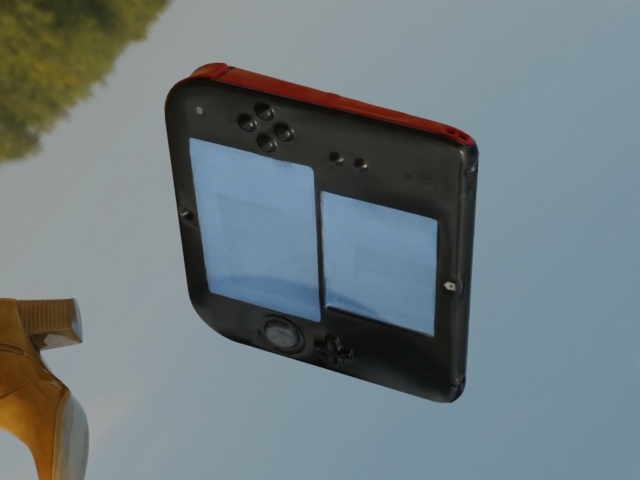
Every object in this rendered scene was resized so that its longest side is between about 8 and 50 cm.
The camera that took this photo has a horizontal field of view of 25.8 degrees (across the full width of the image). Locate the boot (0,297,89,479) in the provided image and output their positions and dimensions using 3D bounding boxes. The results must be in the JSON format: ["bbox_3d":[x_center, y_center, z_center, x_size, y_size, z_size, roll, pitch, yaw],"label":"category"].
[{"bbox_3d":[-0.398,0.204,1.707,0.211,0.104,0.295,-10,-124,4],"label":"boot"}]

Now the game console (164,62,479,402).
[{"bbox_3d":[0.000,0.000,1.506,0.060,0.342,0.386,-53,152,-39],"label":"game console"}]
